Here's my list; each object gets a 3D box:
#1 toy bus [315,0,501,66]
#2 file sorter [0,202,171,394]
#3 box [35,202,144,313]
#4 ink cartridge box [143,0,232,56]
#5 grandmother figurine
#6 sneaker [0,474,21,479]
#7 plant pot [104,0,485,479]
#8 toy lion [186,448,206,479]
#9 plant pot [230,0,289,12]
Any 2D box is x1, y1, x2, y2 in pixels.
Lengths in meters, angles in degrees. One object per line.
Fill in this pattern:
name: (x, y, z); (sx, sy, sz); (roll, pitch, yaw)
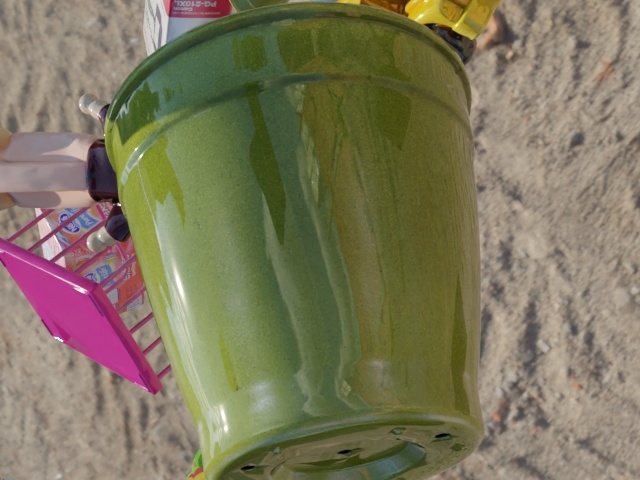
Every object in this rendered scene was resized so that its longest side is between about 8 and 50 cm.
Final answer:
toy bus: (0.077, -0.282, 1.063); (0.211, 0.149, 0.220); (31, 159, -15)
file sorter: (-0.308, 0.058, 1.436); (0.291, 0.182, 0.202); (17, 141, 44)
box: (-0.431, 0.024, 1.802); (0.142, 0.154, 0.300); (55, 155, 24)
ink cartridge box: (-0.208, -0.351, 1.481); (0.237, 0.100, 0.172); (110, 151, -51)
grandmother figurine: (-0.289, -0.087, 1.259); (0.343, 0.104, 0.207); (-1, 104, 25)
sneaker: (-0.325, 0.252, 0.868); (0.065, 0.158, 0.061); (75, -177, -67)
plant pot: (-0.005, 0.041, 0.882); (0.366, 0.367, 0.352); (-38, 50, 42)
toy lion: (-0.153, 0.326, 1.319); (0.096, 0.034, 0.100); (-35, 44, 17)
plant pot: (-0.065, -0.327, 1.239); (0.079, 0.083, 0.083); (-32, 88, 33)
